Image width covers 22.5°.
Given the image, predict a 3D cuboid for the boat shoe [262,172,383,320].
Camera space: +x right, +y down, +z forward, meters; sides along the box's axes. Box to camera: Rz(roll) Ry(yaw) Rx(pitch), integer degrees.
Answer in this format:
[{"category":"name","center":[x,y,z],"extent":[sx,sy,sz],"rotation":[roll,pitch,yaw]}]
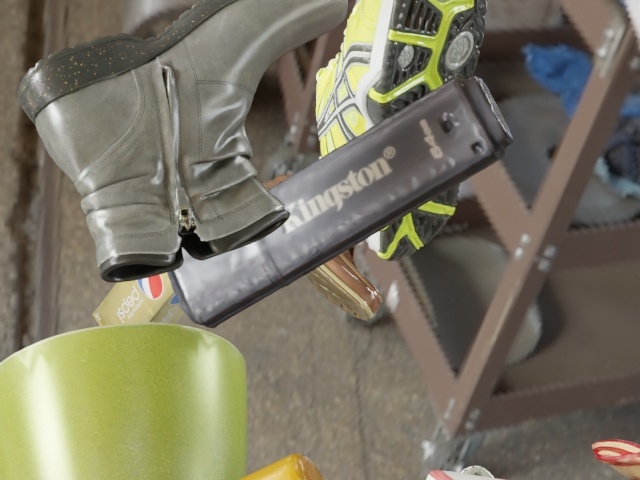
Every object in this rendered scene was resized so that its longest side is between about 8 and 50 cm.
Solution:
[{"category":"boat shoe","center":[0.000,0.000,1.421],"extent":[0.060,0.064,0.178],"rotation":[-39,55,-10]}]

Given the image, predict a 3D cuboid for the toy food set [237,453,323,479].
[{"category":"toy food set","center":[-0.013,0.249,0.898],"extent":[0.232,0.104,0.111],"rotation":[64,15,3]}]

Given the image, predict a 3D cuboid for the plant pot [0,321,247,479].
[{"category":"plant pot","center":[-0.185,0.273,1.566],"extent":[0.275,0.275,0.293],"rotation":[-2,58,-18]}]

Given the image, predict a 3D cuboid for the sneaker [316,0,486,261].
[{"category":"sneaker","center":[0.055,-0.153,1.533],"extent":[0.145,0.385,0.147],"rotation":[-28,52,-34]}]

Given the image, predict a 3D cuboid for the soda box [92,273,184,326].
[{"category":"soda box","center":[-0.160,0.044,1.615],"extent":[0.061,0.181,0.058],"rotation":[-24,72,-42]}]

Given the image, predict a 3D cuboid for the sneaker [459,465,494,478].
[{"category":"sneaker","center":[0.114,0.300,1.549],"extent":[0.158,0.410,0.182],"rotation":[39,89,-7]}]

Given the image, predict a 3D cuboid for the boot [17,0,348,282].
[{"category":"boot","center":[-0.062,-0.072,1.055],"extent":[0.246,0.083,0.161],"rotation":[-25,77,-21]}]

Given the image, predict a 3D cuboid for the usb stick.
[{"category":"usb stick","center":[0.009,-0.027,1.182],"extent":[0.278,0.045,0.077],"rotation":[-30,59,14]}]

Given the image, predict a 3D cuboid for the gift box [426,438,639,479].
[{"category":"gift box","center":[0.153,0.243,0.707],"extent":[0.276,0.258,0.255],"rotation":[13,8,-35]}]
